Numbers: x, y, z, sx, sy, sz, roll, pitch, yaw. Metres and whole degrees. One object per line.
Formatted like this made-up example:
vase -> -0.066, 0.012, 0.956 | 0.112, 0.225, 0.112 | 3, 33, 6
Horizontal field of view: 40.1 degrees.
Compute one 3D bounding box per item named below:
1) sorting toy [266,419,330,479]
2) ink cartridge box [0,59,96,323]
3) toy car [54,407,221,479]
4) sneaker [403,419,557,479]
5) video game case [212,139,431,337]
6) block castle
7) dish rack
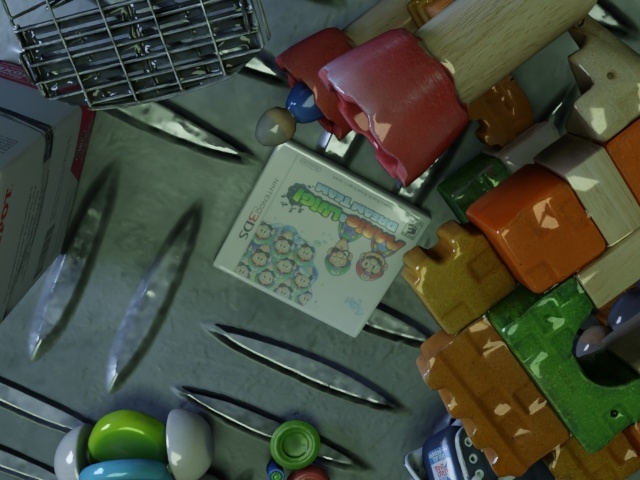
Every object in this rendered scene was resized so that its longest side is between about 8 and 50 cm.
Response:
sorting toy -> -0.027, 0.229, 0.903 | 0.061, 0.042, 0.102 | -15, 99, -7
ink cartridge box -> -0.273, -0.029, 0.698 | 0.100, 0.237, 0.172 | 19, 112, -5
toy car -> -0.181, 0.261, 0.867 | 0.159, 0.136, 0.182 | -9, 112, 7
sneaker -> 0.134, 0.273, 0.792 | 0.153, 0.282, 0.099 | 45, 130, -7
video game case -> 0.000, 0.000, 0.814 | 0.157, 0.019, 0.143 | 27, 111, -8
block castle -> 0.152, 0.025, 0.654 | 0.212, 0.303, 0.453 | -37, 107, 1
dish rack -> -0.150, -0.232, 0.612 | 0.208, 0.074, 0.272 | -9, 116, 16
